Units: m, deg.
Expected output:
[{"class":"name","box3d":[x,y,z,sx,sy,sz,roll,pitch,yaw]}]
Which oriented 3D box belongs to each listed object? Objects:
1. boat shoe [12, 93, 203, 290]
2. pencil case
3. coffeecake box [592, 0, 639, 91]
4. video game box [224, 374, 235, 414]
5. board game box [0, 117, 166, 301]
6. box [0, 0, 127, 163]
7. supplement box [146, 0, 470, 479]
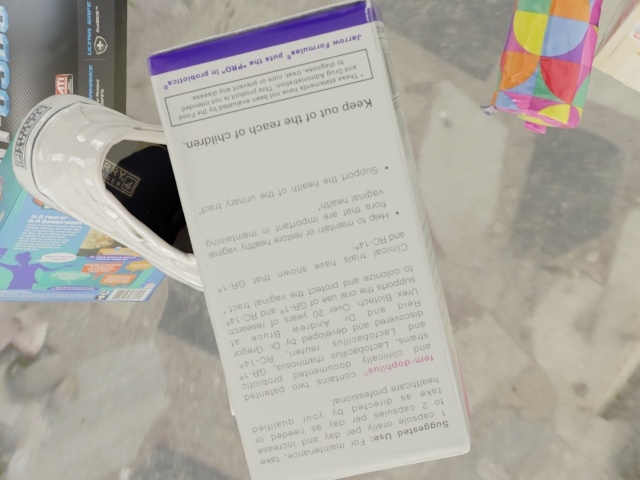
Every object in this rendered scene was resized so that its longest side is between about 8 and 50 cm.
[{"class":"boat shoe","box3d":[-0.071,-0.014,0.910,0.258,0.084,0.095,18,91,-49]},{"class":"pencil case","box3d":[0.237,-0.226,1.482,0.104,0.104,0.236,13,96,-6]},{"class":"coffeecake box","box3d":[0.366,-0.270,1.538,0.068,0.142,0.185,28,68,-1]},{"class":"video game box","box3d":[-0.001,0.104,1.463,0.205,0.187,0.048,10,125,-21]},{"class":"board game box","box3d":[-0.174,-0.017,1.116,0.160,0.210,0.047,2,62,-28]},{"class":"box","box3d":[-0.318,-0.110,1.440,0.073,0.293,0.296,10,102,38]},{"class":"supplement box","box3d":[0.000,0.000,0.740,0.114,0.111,0.220,-14,96,6]}]
